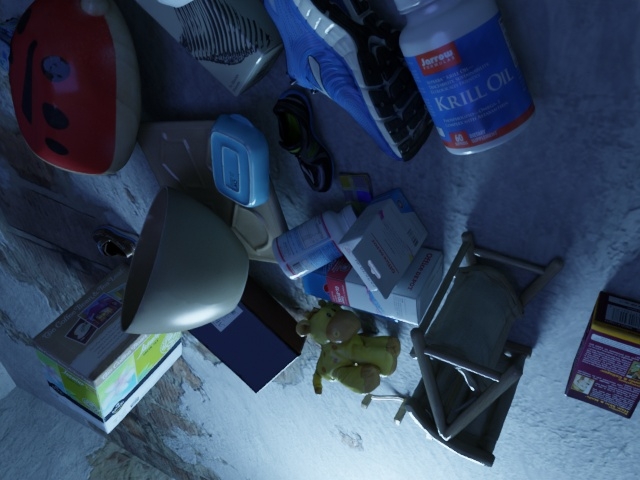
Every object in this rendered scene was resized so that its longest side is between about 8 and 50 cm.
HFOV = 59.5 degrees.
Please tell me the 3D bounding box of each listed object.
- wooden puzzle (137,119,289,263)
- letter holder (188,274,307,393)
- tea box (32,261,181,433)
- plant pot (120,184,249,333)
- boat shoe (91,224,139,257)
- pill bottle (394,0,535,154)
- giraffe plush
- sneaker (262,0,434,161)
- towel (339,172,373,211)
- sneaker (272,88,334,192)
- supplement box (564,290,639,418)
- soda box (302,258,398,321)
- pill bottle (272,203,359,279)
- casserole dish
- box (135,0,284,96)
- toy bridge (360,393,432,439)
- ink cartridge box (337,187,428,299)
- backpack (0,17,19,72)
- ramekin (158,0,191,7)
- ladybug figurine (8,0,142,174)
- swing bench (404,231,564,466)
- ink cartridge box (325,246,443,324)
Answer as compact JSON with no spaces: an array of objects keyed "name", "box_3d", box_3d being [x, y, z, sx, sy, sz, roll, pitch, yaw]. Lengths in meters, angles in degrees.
[{"name":"wooden puzzle","box_3d":[-0.200,-0.105,1.136,0.348,0.080,0.322,10,132,36]},{"name":"letter holder","box_3d":[-0.186,0.170,1.338,0.302,0.214,0.152,44,108,-5]},{"name":"tea box","box_3d":[-0.585,0.304,1.597,0.220,0.329,0.323,28,139,14]},{"name":"plant pot","box_3d":[-0.252,0.057,1.090,0.191,0.284,0.284,18,147,-25]},{"name":"boat shoe","box_3d":[-0.563,0.006,1.508,0.183,0.066,0.066,8,130,32]},{"name":"pill bottle","box_3d":[0.173,-0.230,0.699,0.124,0.124,0.221,-11,120,42]},{"name":"giraffe plush","box_3d":[0.044,0.206,1.173,0.210,0.181,0.170,-14,107,24]},{"name":"sneaker","box_3d":[0.039,-0.254,0.801,0.330,0.130,0.147,54,152,-12]},{"name":"towel","box_3d":[0.065,-0.085,1.001,0.060,0.009,0.083,9,131,30]},{"name":"sneaker","box_3d":[-0.035,-0.160,0.953,0.067,0.078,0.188,2,128,36]},{"name":"supplement box","box_3d":[0.470,0.184,0.892,0.104,0.081,0.188,17,135,23]},{"name":"soda box","box_3d":[0.070,0.088,1.112,0.210,0.067,0.071,14,133,26]},{"name":"pill bottle","box_3d":[0.000,0.000,1.008,0.160,0.087,0.087,-27,112,10]},{"name":"casserole dish","box_3d":[-0.144,-0.129,0.965,0.114,0.037,0.188,28,141,19]},{"name":"box","box_3d":[-0.185,-0.365,0.864,0.275,0.094,0.113,42,140,-5]},{"name":"toy bridge","box_3d":[0.192,0.401,1.311,0.188,0.063,0.026,18,136,25]},{"name":"ink cartridge box","box_3d":[0.099,0.008,0.929,0.062,0.181,0.104,-18,114,45]},{"name":"backpack","box_3d":[-0.622,-0.393,1.173,0.114,0.084,0.105,27,141,10]},{"name":"ramekin","box_3d":[-0.136,-0.402,0.677,0.273,0.272,0.127,-8,134,41]},{"name":"ladybug figurine","box_3d":[-0.472,-0.286,1.054,0.305,0.162,0.449,54,142,11]},{"name":"swing bench","box_3d":[0.255,0.172,0.909,0.165,0.253,0.254,19,135,22]},{"name":"ink cartridge box","box_3d":[0.118,0.067,1.010,0.175,0.127,0.072,13,135,28]}]
